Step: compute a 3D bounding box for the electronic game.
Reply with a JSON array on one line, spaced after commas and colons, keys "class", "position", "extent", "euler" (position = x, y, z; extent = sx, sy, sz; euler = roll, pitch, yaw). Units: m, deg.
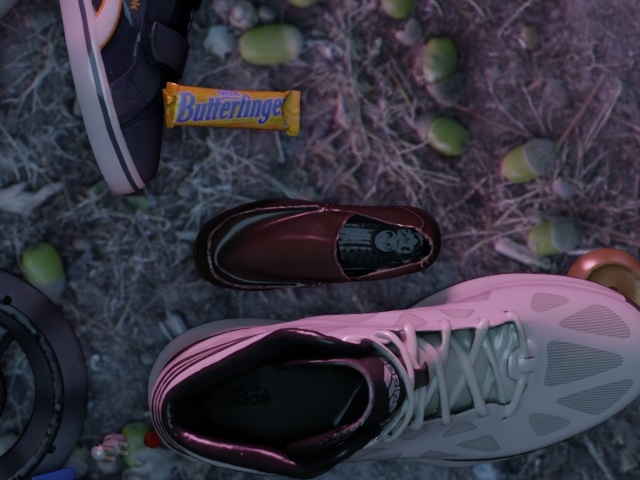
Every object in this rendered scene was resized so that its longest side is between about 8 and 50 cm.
[{"class": "electronic game", "position": [-0.314, 0.130, 1.186], "extent": [0.229, 0.048, 0.229], "euler": [-2, 97, -13]}]

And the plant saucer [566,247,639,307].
[{"class": "plant saucer", "position": [0.262, 0.049, 1.261], "extent": [0.083, 0.015, 0.083], "euler": [0, 92, -6]}]

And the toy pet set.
[{"class": "toy pet set", "position": [-0.196, 0.232, 1.208], "extent": [0.114, 0.065, 0.122], "euler": [-9, 97, -44]}]

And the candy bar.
[{"class": "candy bar", "position": [-0.074, -0.111, 1.177], "extent": [0.161, 0.018, 0.040], "euler": [-2, 96, -49]}]

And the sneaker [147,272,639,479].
[{"class": "sneaker", "position": [0.084, 0.129, 1.122], "extent": [0.448, 0.257, 0.169], "euler": [-7, 93, -5]}]

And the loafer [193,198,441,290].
[{"class": "loafer", "position": [0.000, 0.000, 1.201], "extent": [0.220, 0.078, 0.080], "euler": [-6, 92, -6]}]

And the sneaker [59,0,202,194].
[{"class": "sneaker", "position": [-0.150, -0.204, 1.156], "extent": [0.127, 0.126, 0.321], "euler": [-10, 91, 0]}]

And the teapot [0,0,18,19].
[{"class": "teapot", "position": [-0.354, -0.275, 1.103], "extent": [0.256, 0.252, 0.187], "euler": [-6, 61, -23]}]
